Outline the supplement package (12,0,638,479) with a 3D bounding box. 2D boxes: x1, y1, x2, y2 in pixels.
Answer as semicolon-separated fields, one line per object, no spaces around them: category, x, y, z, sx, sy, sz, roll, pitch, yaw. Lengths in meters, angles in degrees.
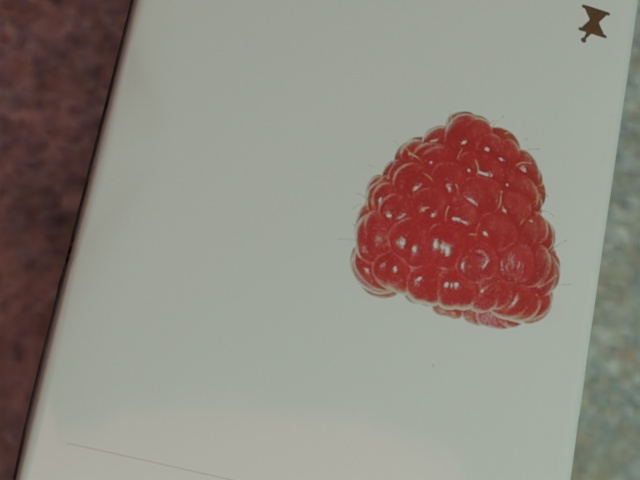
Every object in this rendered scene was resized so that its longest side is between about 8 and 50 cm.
supplement package;0.000;0.000;0.721;0.177;0.175;0.293;13;68;-6
